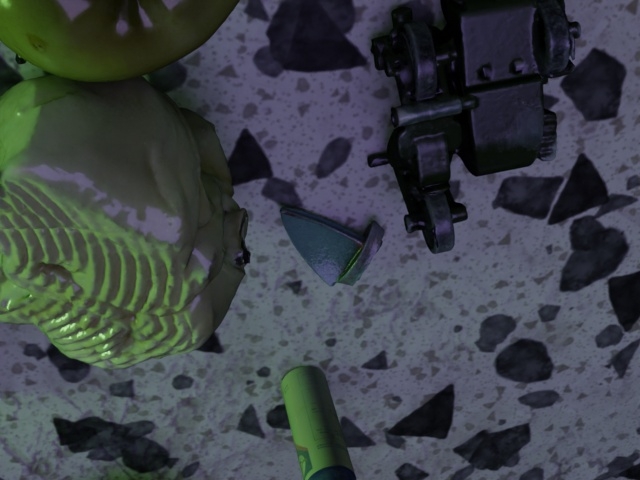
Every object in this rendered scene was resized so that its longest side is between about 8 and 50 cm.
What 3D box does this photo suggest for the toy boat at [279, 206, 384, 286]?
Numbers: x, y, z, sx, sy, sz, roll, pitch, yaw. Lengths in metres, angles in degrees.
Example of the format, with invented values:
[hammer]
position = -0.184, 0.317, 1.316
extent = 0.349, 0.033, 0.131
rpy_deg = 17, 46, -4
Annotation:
[toy boat]
position = -0.001, 0.000, 1.111
extent = 0.122, 0.034, 0.096
rpy_deg = 23, 117, -17

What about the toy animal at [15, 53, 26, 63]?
[toy animal]
position = -0.277, -0.210, 0.882
extent = 0.065, 0.047, 0.136
rpy_deg = -29, 121, -3

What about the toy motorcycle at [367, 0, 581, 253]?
[toy motorcycle]
position = 0.153, -0.133, 1.000
extent = 0.205, 0.127, 0.275
rpy_deg = -12, 120, -6

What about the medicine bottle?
[medicine bottle]
position = 0.002, 0.242, 1.150
extent = 0.059, 0.231, 0.059
rpy_deg = -6, 125, -9

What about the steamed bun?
[steamed bun]
position = -0.194, -0.034, 0.931
extent = 0.275, 0.206, 0.320
rpy_deg = 19, 145, -11

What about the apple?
[apple]
position = -0.166, -0.255, 0.761
extent = 0.262, 0.262, 0.263
rpy_deg = -6, 126, -9
